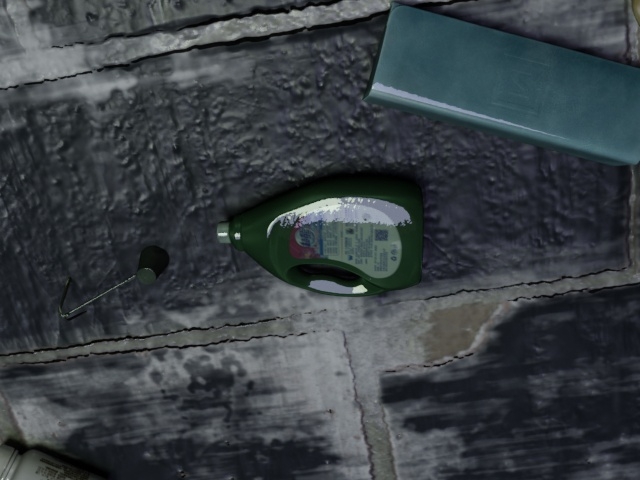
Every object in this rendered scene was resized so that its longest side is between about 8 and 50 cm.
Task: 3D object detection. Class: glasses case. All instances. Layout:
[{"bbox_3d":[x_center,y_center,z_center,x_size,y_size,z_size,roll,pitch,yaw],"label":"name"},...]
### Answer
[{"bbox_3d":[0.181,-0.140,0.802,0.266,0.056,0.105,13,118,-5],"label":"glasses case"}]

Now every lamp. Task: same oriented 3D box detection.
[{"bbox_3d":[-0.222,0.049,0.914,0.121,0.054,0.041,-23,114,13],"label":"lamp"}]

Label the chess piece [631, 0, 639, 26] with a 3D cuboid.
[{"bbox_3d":[0.333,-0.198,0.726,0.143,0.143,0.261,-27,109,15],"label":"chess piece"}]

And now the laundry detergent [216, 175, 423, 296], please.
[{"bbox_3d":[0.000,0.000,0.878,0.211,0.063,0.137,-2,124,3],"label":"laundry detergent"}]

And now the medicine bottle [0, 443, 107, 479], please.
[{"bbox_3d":[-0.340,0.305,1.038,0.140,0.079,0.079,26,115,-12],"label":"medicine bottle"}]
